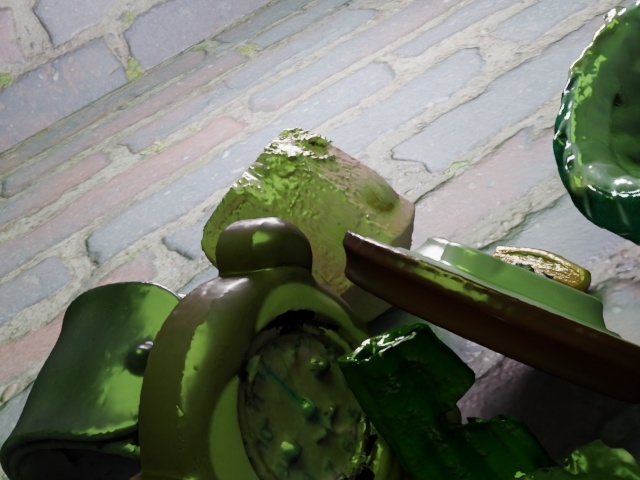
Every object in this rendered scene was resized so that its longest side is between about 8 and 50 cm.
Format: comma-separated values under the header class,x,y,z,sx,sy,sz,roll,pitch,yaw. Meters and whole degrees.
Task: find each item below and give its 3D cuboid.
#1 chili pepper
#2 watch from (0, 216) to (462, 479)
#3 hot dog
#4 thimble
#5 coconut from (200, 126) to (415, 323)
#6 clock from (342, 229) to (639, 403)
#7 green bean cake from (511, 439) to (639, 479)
class,x,y,z,sx,sy,sz,roll,pitch,yaw
chili pepper,0.118,0.169,0.677,0.099,0.253,0.083,-44,11,2
watch,-0.097,0.191,0.763,0.326,0.335,0.314,-24,39,43
hot dog,0.262,0.032,0.992,0.137,0.028,0.044,15,74,52
thimble,0.388,-0.129,0.905,0.254,0.167,0.288,-36,44,40
coconut,0.000,0.000,1.044,0.233,0.245,0.233,-51,-4,-5
clock,0.169,0.054,0.779,0.318,0.318,0.080,26,93,54
green bean cake,0.175,0.265,0.507,0.241,0.132,0.255,-21,36,-30
